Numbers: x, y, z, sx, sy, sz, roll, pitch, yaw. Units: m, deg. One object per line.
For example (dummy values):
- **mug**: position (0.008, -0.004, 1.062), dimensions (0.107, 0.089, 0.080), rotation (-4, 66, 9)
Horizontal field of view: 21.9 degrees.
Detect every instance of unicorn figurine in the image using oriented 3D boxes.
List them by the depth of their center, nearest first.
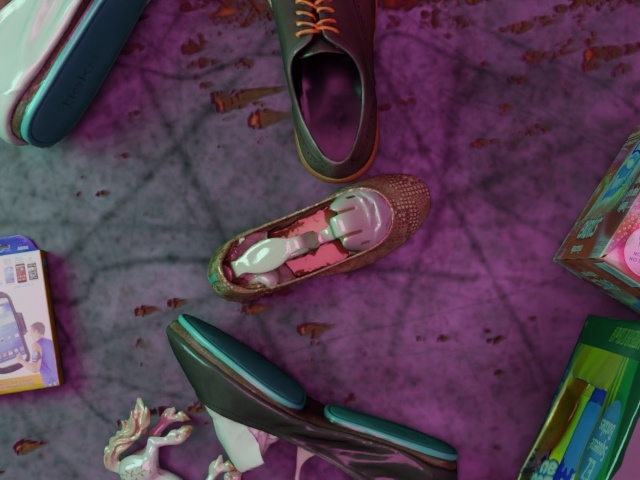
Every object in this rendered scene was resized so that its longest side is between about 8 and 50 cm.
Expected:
- **unicorn figurine**: position (-0.123, 0.221, 1.422), dimensions (0.162, 0.060, 0.111), rotation (43, 91, 18)

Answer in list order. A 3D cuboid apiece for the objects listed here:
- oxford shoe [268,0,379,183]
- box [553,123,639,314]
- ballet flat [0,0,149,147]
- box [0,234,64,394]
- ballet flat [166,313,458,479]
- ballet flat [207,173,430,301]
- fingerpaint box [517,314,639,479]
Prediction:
- **oxford shoe**: position (0.006, -0.186, 1.400), dimensions (0.096, 0.098, 0.271), rotation (-11, 89, 1)
- **box**: position (0.295, -0.005, 1.287), dimensions (0.154, 0.300, 0.142), rotation (32, 90, 3)
- **ballet flat**: position (-0.172, -0.264, 1.403), dimensions (0.139, 0.139, 0.400), rotation (39, 91, 2)
- **box**: position (-0.274, 0.065, 1.439), dimensions (0.081, 0.028, 0.136), rotation (-9, 90, 2)
- **ballet flat**: position (-0.020, 0.165, 1.399), dimensions (0.280, 0.095, 0.096), rotation (27, 97, 2)
- **ballet flat**: position (0.000, 0.000, 1.412), dimensions (0.206, 0.067, 0.073), rotation (-26, 87, 1)
- **fingerpaint box**: position (0.215, 0.252, 1.213), dimensions (0.163, 0.445, 0.371), rotation (23, 90, 3)
